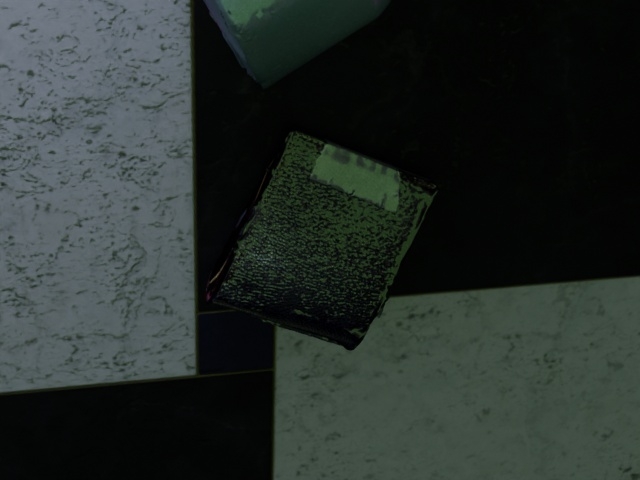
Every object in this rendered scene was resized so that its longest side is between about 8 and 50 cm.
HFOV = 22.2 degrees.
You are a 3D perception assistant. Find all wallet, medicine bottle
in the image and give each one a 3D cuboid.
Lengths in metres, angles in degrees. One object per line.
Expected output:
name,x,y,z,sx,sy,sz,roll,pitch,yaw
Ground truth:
wallet,0.000,0.000,2.069,0.221,0.071,0.262,20,113,-18
medicine bottle,-0.002,-0.335,1.735,0.290,0.245,0.245,-29,124,-1
